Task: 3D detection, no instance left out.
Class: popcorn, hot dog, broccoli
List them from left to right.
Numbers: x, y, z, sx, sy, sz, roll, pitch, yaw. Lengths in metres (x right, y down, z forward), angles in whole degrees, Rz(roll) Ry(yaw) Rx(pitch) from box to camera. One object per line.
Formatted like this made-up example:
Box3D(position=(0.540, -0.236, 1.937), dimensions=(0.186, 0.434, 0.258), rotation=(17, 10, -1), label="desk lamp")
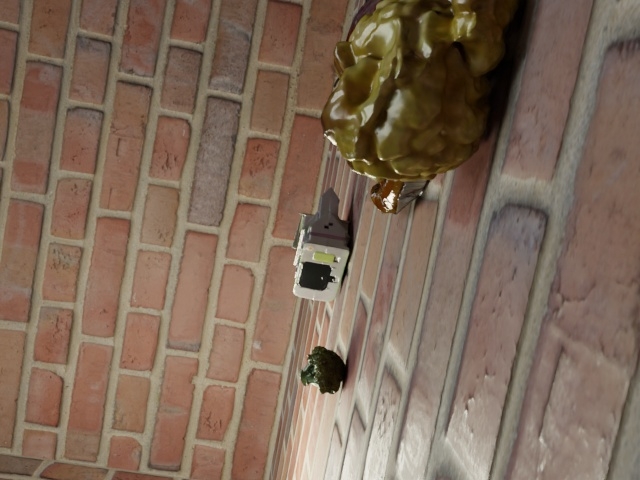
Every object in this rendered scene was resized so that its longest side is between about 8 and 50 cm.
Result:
Box3D(position=(0.005, 0.339, 1.826), dimensions=(0.131, 0.120, 0.130), rotation=(66, -170, 10), label="broccoli")
Box3D(position=(0.149, -0.122, 1.366), dimensions=(0.268, 0.075, 0.144), rotation=(142, 140, -78), label="hot dog")
Box3D(position=(0.143, -0.231, 0.978), dimensions=(0.332, 0.225, 0.265), rotation=(-51, 33, 32), label="popcorn")

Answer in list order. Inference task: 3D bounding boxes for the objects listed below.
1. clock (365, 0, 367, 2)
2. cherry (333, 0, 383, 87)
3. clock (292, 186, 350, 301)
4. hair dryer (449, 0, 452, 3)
Box3D(position=(0.193, -0.797, 2.181), dimensions=(0.312, 0.061, 0.313), rotation=(-170, 90, -85), label="clock")
Box3D(position=(0.143, -0.409, 1.395), dimensions=(0.192, 0.175, 0.250), rotation=(-45, -9, -34), label="cherry")
Box3D(position=(0.001, 0.000, 2.232), dimensions=(0.310, 0.166, 0.235), rotation=(-84, 6, -49), label="clock")
Box3D(position=(0.232, -0.471, 1.224), dimensions=(0.220, 0.053, 0.195), rotation=(-131, 50, -84), label="hair dryer")
